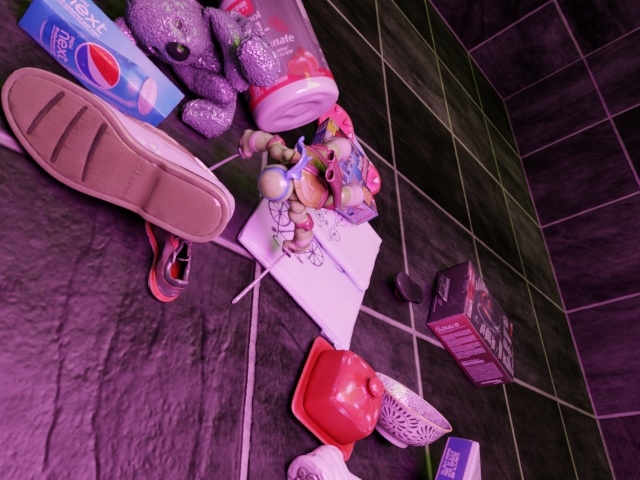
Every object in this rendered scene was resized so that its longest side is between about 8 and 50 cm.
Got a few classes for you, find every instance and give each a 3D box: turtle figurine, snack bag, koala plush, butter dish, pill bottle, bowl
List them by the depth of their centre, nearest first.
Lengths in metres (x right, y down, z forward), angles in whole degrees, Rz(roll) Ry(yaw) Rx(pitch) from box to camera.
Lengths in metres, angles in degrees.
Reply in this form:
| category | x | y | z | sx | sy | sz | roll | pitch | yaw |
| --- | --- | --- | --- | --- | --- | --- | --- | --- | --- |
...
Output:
| category | x | y | z | sx | sy | sz | roll | pitch | yaw |
| --- | --- | --- | --- | --- | --- | --- | --- | --- | --- |
| koala plush | -0.211 | -0.319 | 0.755 | 0.221 | 0.196 | 0.203 | 22 | 42 | -44 |
| turtle figurine | -0.060 | -0.085 | 0.791 | 0.198 | 0.274 | 0.266 | 47 | 33 | 14 |
| butter dish | 0.052 | 0.254 | 0.792 | 0.160 | 0.118 | 0.160 | 51 | 37 | -21 |
| bowl | 0.150 | 0.329 | 0.882 | 0.170 | 0.170 | 0.080 | 33 | 90 | -38 |
| pill bottle | -0.100 | -0.393 | 0.938 | 0.176 | 0.176 | 0.318 | -15 | 82 | -55 |
| snack bag | 0.000 | 0.000 | 0.952 | 0.323 | 0.037 | 0.342 | 51 | 37 | -21 |

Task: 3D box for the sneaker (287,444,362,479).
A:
| category | x | y | z | sx | sy | sz | roll | pitch | yaw |
| --- | --- | --- | --- | --- | --- | --- | --- | --- | --- |
| sneaker | 0.041 | 0.416 | 0.708 | 0.115 | 0.090 | 0.232 | -7 | 76 | -58 |

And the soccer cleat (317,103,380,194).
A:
| category | x | y | z | sx | sy | sz | roll | pitch | yaw |
| --- | --- | --- | --- | --- | --- | --- | --- | --- | --- |
| soccer cleat | 0.067 | -0.218 | 1.153 | 0.248 | 0.083 | 0.095 | 59 | 4 | 1 |

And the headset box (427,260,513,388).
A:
| category | x | y | z | sx | sy | sz | roll | pitch | yaw |
| --- | --- | --- | --- | --- | --- | --- | --- | --- | --- |
| headset box | 0.407 | 0.216 | 1.287 | 0.293 | 0.110 | 0.218 | 51 | 37 | -20 |

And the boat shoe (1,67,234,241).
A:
| category | x | y | z | sx | sy | sz | roll | pitch | yaw |
| --- | --- | --- | --- | --- | --- | --- | --- | --- | --- |
| boat shoe | -0.252 | -0.105 | 0.619 | 0.302 | 0.113 | 0.103 | 37 | 10 | -13 |

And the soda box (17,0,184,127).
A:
| category | x | y | z | sx | sy | sz | roll | pitch | yaw |
| --- | --- | --- | --- | --- | --- | --- | --- | --- | --- |
| soda box | -0.305 | -0.254 | 0.679 | 0.210 | 0.067 | 0.071 | 45 | 39 | -26 |

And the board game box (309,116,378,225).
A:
| category | x | y | z | sx | sy | sz | roll | pitch | yaw |
| --- | --- | --- | --- | --- | --- | --- | --- | --- | --- |
| board game box | 0.048 | -0.136 | 1.018 | 0.194 | 0.060 | 0.194 | 45 | 37 | -27 |

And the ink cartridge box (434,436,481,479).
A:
| category | x | y | z | sx | sy | sz | roll | pitch | yaw |
| --- | --- | --- | --- | --- | --- | --- | --- | --- | --- |
| ink cartridge box | 0.227 | 0.586 | 0.828 | 0.324 | 0.071 | 0.330 | -41 | 127 | -54 |

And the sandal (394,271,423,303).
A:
| category | x | y | z | sx | sy | sz | roll | pitch | yaw |
| --- | --- | --- | --- | --- | --- | --- | --- | --- | --- |
| sandal | 0.208 | 0.124 | 1.155 | 0.179 | 0.040 | 0.067 | 32 | 50 | -58 |

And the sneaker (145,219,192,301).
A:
| category | x | y | z | sx | sy | sz | roll | pitch | yaw |
| --- | --- | --- | --- | --- | --- | --- | --- | --- | --- |
| sneaker | -0.200 | 0.003 | 0.660 | 0.061 | 0.065 | 0.157 | 14 | 59 | -48 |
